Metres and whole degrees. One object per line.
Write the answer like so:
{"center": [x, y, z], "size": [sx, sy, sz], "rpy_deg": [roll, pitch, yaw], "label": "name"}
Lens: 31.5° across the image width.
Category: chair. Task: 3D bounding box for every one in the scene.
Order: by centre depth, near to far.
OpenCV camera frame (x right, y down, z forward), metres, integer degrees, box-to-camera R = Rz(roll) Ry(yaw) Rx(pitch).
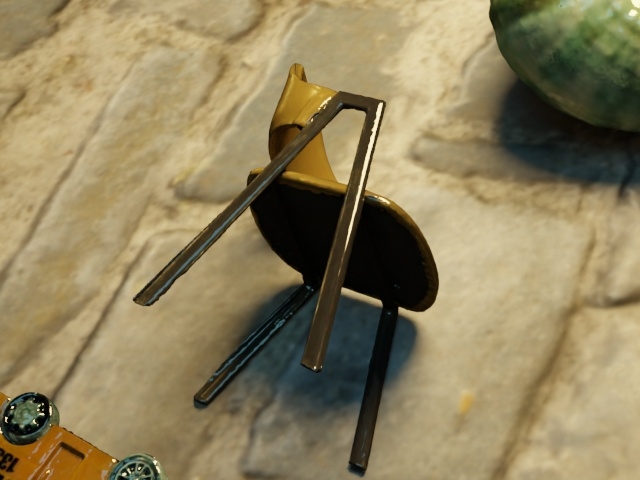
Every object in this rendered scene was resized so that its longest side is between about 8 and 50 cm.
{"center": [0.000, 0.000, 0.803], "size": [0.172, 0.159, 0.247], "rpy_deg": [20, 64, 25], "label": "chair"}

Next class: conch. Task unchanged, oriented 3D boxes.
{"center": [0.233, -0.194, 0.888], "size": [0.220, 0.195, 0.277], "rpy_deg": [-16, 31, -15], "label": "conch"}

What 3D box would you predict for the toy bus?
{"center": [-0.177, 0.181, 0.755], "size": [0.201, 0.098, 0.114], "rpy_deg": [24, 64, 23], "label": "toy bus"}
